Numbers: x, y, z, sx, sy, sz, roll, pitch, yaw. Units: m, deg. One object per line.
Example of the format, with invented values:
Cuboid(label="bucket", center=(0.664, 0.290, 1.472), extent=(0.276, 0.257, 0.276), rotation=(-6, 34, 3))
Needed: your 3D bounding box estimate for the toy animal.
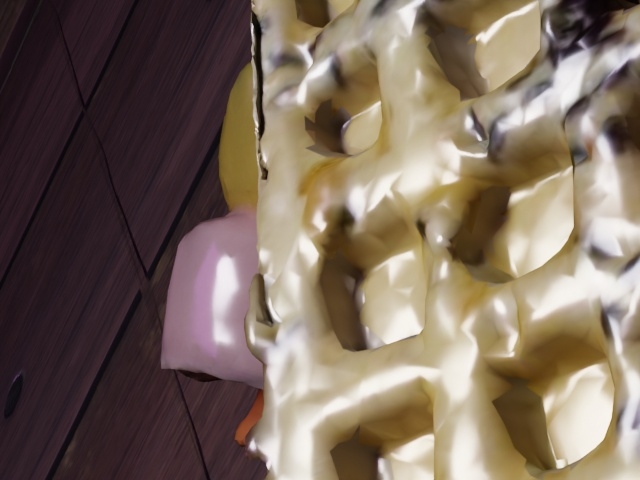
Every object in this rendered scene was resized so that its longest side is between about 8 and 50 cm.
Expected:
Cuboid(label="toy animal", center=(-0.003, -0.003, 1.213), extent=(0.195, 0.169, 0.281), rotation=(8, 78, 65))

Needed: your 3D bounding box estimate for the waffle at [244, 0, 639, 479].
Cuboid(label="waffle", center=(0.100, 0.020, 0.494), extent=(0.261, 0.114, 0.376), rotation=(-30, 49, 38))
